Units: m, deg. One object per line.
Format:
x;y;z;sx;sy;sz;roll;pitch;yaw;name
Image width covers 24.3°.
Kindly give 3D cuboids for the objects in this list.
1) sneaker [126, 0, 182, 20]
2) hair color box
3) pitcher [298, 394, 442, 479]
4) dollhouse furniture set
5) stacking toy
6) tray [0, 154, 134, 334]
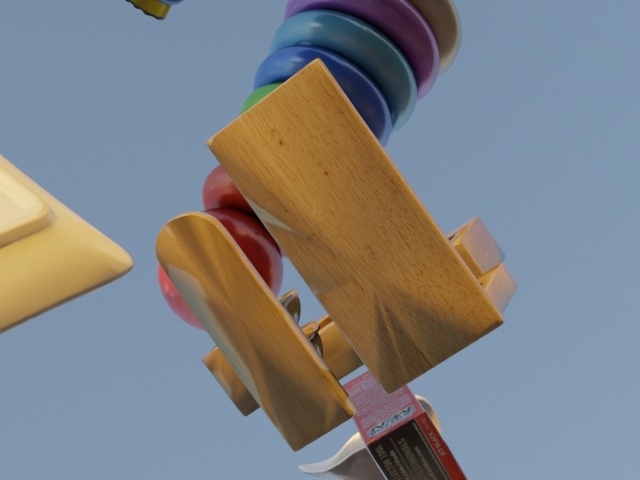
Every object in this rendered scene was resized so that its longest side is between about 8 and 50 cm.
-0.156;-0.242;0.994;0.209;0.069;0.082;41;-72;6;sneaker
0.066;0.156;1.118;0.053;0.167;0.093;-31;-79;0;hair color box
0.087;0.255;1.334;0.178;0.125;0.207;-32;-81;-49;pitcher
0.000;0.000;0.655;0.144;0.151;0.123;-34;-87;22;dollhouse furniture set
-0.021;-0.071;1.115;0.141;0.141;0.330;47;-122;-25;stacking toy
-0.216;0.013;0.562;0.270;0.145;0.030;-27;-39;-39;tray
